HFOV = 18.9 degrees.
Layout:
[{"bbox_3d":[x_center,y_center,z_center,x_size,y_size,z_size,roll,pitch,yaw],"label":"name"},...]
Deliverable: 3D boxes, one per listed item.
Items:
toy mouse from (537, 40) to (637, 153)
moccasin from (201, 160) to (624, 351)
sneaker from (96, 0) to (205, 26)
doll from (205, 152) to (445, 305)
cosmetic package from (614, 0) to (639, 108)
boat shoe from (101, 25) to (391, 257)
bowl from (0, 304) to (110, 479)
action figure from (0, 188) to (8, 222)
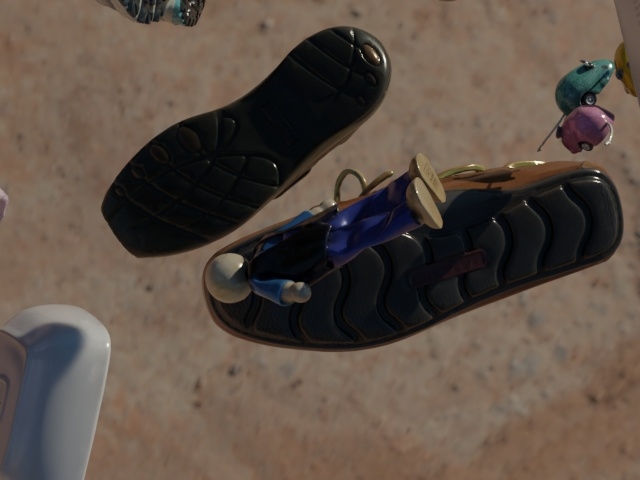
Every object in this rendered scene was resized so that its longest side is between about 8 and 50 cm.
[{"bbox_3d":[0.228,-0.120,1.655,0.031,0.143,0.161,40,42,-19],"label":"toy mouse"},{"bbox_3d":[0.076,0.001,1.714,0.380,0.147,0.139,-21,103,-14],"label":"moccasin"},{"bbox_3d":[-0.198,-0.258,1.826,0.122,0.283,0.110,9,87,13],"label":"sneaker"},{"bbox_3d":[0.000,0.000,1.405,0.046,0.189,0.129,56,21,-23],"label":"doll"},{"bbox_3d":[0.208,-0.204,0.812,0.097,0.377,0.284,-13,81,-12],"label":"cosmetic package"},{"bbox_3d":[-0.063,-0.088,1.921,0.324,0.120,0.122,-32,84,3],"label":"boat shoe"},{"bbox_3d":[-0.197,0.113,1.323,0.053,0.142,0.142,13,92,-25],"label":"bowl"},{"bbox_3d":[-0.381,0.036,1.377,0.275,0.370,0.248,24,94,-16],"label":"action figure"}]
